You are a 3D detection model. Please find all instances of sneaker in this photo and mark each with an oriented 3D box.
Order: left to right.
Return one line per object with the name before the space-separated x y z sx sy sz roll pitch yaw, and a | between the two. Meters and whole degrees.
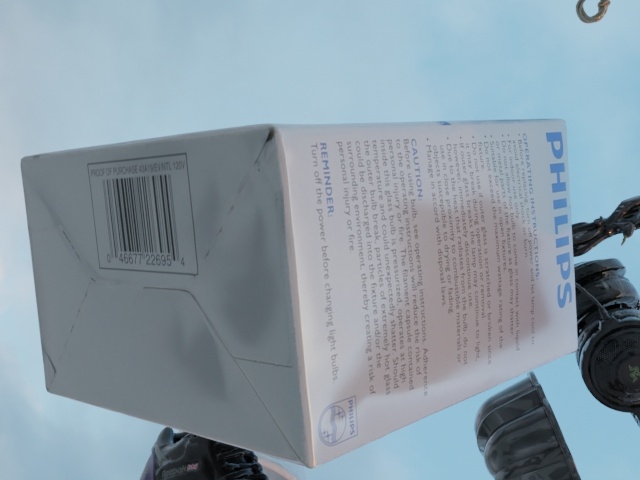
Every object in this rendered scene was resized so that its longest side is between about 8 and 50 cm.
sneaker | -0.102 0.243 0.822 0.283 0.107 0.124 -6 -112 49

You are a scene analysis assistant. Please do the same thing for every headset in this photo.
headset | 0.427 0.108 1.151 0.185 0.394 0.243 -29 -143 12

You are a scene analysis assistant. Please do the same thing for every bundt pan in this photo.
bundt pan | 0.331 0.375 1.273 0.124 0.331 0.331 -20 -98 8

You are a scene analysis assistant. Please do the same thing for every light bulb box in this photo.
light bulb box | -0.014 0.015 0.744 0.357 0.361 0.226 1 -82 44

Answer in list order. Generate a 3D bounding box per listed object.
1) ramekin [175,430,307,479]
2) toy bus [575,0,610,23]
ramekin | -0.143 0.402 1.248 0.277 0.135 0.277 -2 -69 -5
toy bus | 0.395 -0.398 1.019 0.190 0.104 0.202 -8 -95 27
